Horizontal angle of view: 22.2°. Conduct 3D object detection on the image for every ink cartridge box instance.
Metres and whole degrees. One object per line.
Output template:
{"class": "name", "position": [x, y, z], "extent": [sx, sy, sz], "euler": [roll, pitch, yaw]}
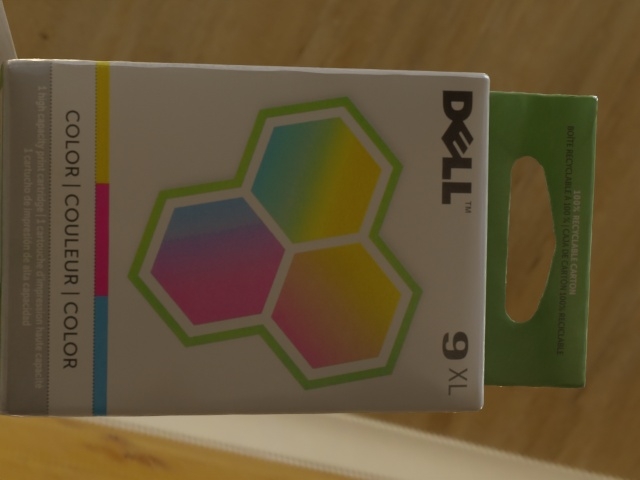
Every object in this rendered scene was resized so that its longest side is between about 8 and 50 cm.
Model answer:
{"class": "ink cartridge box", "position": [0.000, 0.000, 0.534], "extent": [0.209, 0.062, 0.109], "euler": [1, -89, -11]}

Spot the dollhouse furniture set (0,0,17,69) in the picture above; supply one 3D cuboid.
{"class": "dollhouse furniture set", "position": [-0.394, -0.087, 0.986], "extent": [0.394, 0.362, 0.256], "euler": [-14, -93, -22]}
